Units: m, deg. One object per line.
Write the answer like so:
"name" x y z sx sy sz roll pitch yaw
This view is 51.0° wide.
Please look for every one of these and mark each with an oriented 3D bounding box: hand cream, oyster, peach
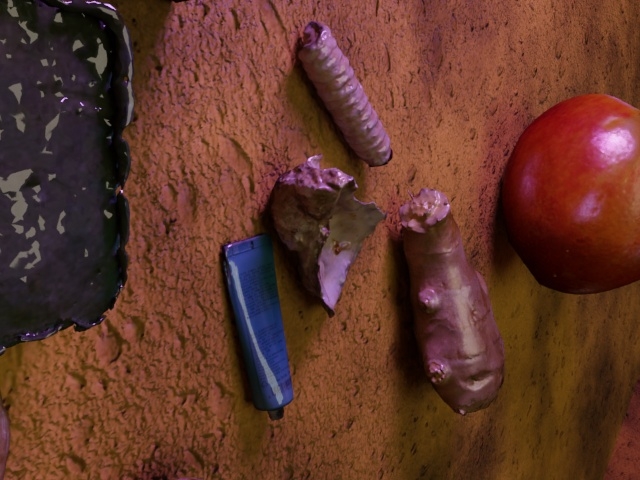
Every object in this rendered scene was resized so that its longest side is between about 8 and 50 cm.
"hand cream" -0.071 0.107 0.796 0.083 0.048 0.224 -18 104 -50
"oyster" 0.003 -0.016 0.836 0.232 0.108 0.161 71 36 -56
"peach" 0.523 -0.079 1.286 0.388 0.389 0.387 -11 104 -51

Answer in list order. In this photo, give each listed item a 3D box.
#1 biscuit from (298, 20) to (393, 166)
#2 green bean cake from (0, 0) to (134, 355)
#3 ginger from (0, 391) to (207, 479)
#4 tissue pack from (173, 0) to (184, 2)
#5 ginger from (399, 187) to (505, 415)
"biscuit" 0.034 -0.180 0.869 0.219 0.055 0.061 54 19 -43
"green bean cake" -0.255 -0.047 0.456 0.241 0.132 0.254 -12 107 -50
"ginger" -0.258 0.307 0.536 0.348 0.122 0.363 -62 143 -23
"tissue pack" -0.113 -0.275 0.587 0.106 0.149 0.099 3 93 -52
"ginger" 0.233 0.088 1.083 0.236 0.166 0.375 -17 115 -40
